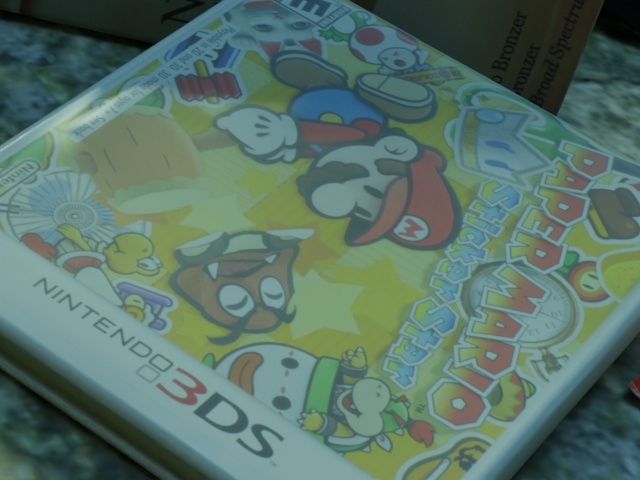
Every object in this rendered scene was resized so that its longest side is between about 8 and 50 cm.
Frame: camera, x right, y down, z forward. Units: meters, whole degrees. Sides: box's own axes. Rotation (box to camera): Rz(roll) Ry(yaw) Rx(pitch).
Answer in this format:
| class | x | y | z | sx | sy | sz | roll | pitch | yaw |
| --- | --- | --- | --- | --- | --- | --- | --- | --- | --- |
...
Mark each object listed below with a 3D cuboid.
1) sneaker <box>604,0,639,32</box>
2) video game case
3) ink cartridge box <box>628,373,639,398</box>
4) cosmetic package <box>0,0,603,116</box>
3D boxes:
| class | x | y | z | sx | sy | sz | roll | pitch | yaw |
| --- | --- | --- | --- | --- | --- | --- | --- | --- | --- |
| sneaker | 0.151 | -0.177 | 0.899 | 0.300 | 0.111 | 0.121 | 25 | 30 | 7 |
| video game case | 0.000 | 0.000 | 0.617 | 0.206 | 0.026 | 0.227 | 32 | 45 | 19 |
| ink cartridge box | 0.222 | 0.061 | 0.648 | 0.179 | 0.045 | 0.145 | 35 | 37 | 20 |
| cosmetic package | -0.024 | -0.166 | 0.760 | 0.296 | 0.153 | 0.129 | 11 | 36 | -9 |
